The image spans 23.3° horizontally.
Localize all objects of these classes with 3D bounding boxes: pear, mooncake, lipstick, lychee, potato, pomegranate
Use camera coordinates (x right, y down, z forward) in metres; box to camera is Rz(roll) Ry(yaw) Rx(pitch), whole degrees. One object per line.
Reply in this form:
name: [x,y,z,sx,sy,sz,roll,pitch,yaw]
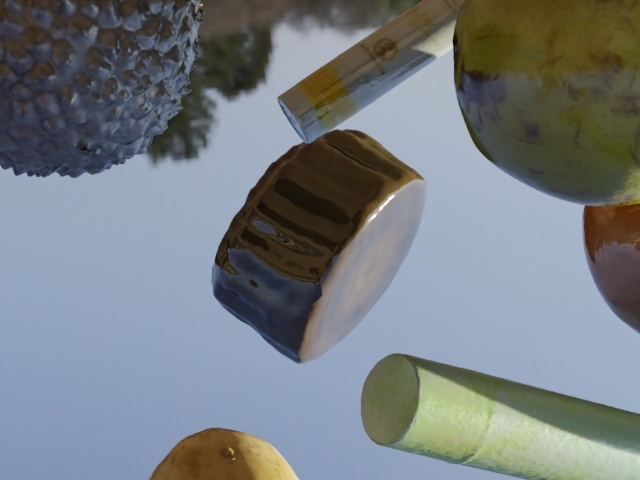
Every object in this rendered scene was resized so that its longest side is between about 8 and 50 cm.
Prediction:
pear: [0.251,-0.165,1.350,0.283,0.284,0.283,-6,-168,1]
mooncake: [0.000,0.000,1.910,0.161,0.290,0.290,34,-153,15]
lipstick: [0.081,-0.190,1.527,0.264,0.059,0.059,-35,-163,-5]
lychee: [-0.241,-0.192,1.408,0.300,0.300,0.300,-6,-168,1]
lipstick: [0.173,0.151,1.191,0.304,0.076,0.076,17,179,-32]
potato: [-0.050,0.197,0.876,0.109,0.178,0.118,8,157,-37]
pomegranate: [0.388,0.003,1.562,0.252,0.229,0.270,3,-149,16]
